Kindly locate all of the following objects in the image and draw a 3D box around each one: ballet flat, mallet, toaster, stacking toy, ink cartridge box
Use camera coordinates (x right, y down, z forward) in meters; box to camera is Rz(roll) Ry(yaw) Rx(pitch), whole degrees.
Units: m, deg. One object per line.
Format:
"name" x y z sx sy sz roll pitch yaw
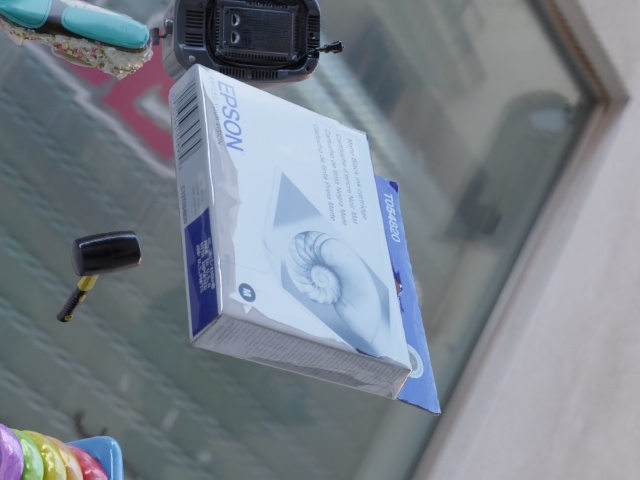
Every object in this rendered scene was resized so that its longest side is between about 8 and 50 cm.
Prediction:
"ballet flat" -0.311 -0.245 1.678 0.241 0.091 0.077 23 -39 -11
"mallet" -0.234 0.042 1.412 0.062 0.039 0.190 -6 -21 -34
"toaster" -0.098 -0.256 1.850 0.227 0.129 0.146 1 -1 -20
"stacking toy" -0.340 0.252 1.533 0.166 0.175 0.302 -15 -32 14
"ink cartridge box" 0.000 0.000 1.049 0.224 0.223 0.045 19 -44 -35
